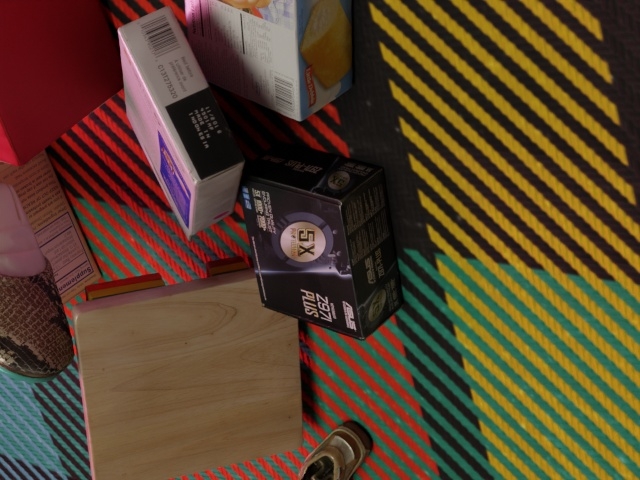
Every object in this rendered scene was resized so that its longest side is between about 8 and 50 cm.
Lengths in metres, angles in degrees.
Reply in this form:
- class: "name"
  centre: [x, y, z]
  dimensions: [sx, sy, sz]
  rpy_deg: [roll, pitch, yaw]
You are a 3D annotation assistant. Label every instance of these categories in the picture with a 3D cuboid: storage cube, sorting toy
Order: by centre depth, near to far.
- class: "storage cube"
  centre: [-0.367, -0.221, 1.939]
  dimensions: [0.184, 0.215, 0.193]
  rpy_deg: [13, 135, 38]
- class: "sorting toy"
  centre: [-0.159, 0.147, 2.015]
  dimensions: [0.089, 0.257, 0.255]
  rpy_deg: [-124, 27, -55]

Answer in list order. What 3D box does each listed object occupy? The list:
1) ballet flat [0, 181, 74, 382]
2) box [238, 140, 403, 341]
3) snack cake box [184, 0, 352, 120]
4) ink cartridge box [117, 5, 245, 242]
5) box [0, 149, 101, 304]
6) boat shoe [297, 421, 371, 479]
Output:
- class: "ballet flat"
  centre: [-0.441, -0.020, 2.009]
  dimensions: [0.483, 0.164, 0.182]
  rpy_deg: [34, 114, 39]
- class: "box"
  centre: [0.000, 0.000, 1.847]
  dimensions: [0.147, 0.077, 0.180]
  rpy_deg: [17, 131, 36]
- class: "snack cake box"
  centre: [-0.054, -0.267, 1.678]
  dimensions: [0.152, 0.089, 0.264]
  rpy_deg: [27, 136, 31]
- class: "ink cartridge box"
  centre: [-0.151, -0.112, 1.825]
  dimensions: [0.175, 0.069, 0.371]
  rpy_deg: [63, 169, 6]
- class: "box"
  centre: [-0.433, -0.031, 2.234]
  dimensions: [0.213, 0.117, 0.243]
  rpy_deg: [1, 120, 45]
- class: "boat shoe"
  centre: [-0.002, 0.291, 2.088]
  dimensions: [0.068, 0.072, 0.190]
  rpy_deg: [40, 141, 15]
